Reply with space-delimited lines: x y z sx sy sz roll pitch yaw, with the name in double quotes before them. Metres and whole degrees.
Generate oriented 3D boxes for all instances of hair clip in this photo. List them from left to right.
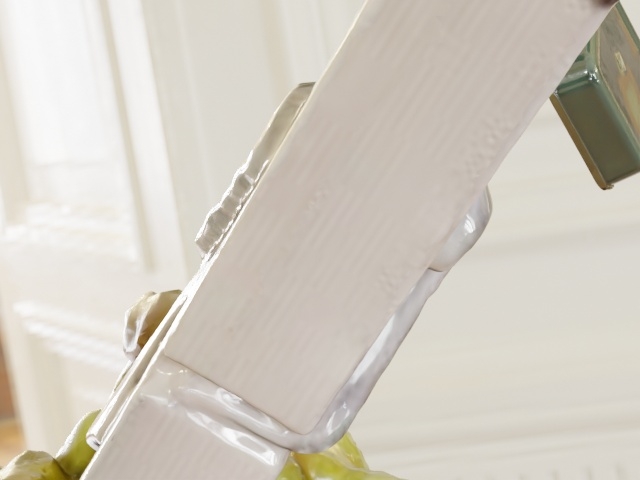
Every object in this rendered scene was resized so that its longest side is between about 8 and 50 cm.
"hair clip" 0.004 0.003 0.668 0.085 0.331 0.101 28 32 -7

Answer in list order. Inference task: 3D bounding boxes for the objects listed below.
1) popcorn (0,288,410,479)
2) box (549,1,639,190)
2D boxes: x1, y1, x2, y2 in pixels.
"popcorn" -0.047 0.218 1.130 0.325 0.321 0.290 -13 -28 10
"box" 0.158 -0.096 1.065 0.031 0.091 0.126 -19 32 24
